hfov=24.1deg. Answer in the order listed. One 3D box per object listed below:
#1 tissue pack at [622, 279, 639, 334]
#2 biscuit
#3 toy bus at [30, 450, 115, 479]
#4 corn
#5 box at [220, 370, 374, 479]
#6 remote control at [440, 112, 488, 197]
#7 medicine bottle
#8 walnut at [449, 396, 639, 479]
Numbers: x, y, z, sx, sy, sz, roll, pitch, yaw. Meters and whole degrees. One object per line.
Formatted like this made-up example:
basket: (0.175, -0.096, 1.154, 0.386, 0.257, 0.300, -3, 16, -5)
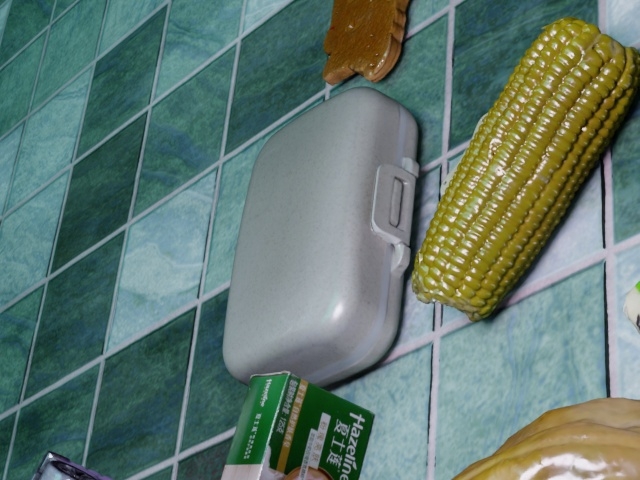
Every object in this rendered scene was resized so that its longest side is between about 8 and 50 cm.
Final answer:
tissue pack: (0.446, 0.070, 1.057, 0.332, 0.205, 0.405, -49, 33, 12)
biscuit: (0.064, -0.306, 2.092, 0.183, 0.043, 0.280, -42, 31, 22)
toy bus: (-0.221, 0.428, 1.712, 0.209, 0.249, 0.440, -63, 25, -2)
corn: (0.215, -0.072, 1.595, 0.344, 0.131, 0.131, -61, 30, 4)
box: (-0.032, 0.261, 1.678, 0.081, 0.135, 0.199, -10, 58, 53)
remote control: (0.188, -0.090, 1.737, 0.122, 0.032, 0.074, -59, 31, 5)
medicine bottle: (0.000, 0.000, 1.855, 0.282, 0.123, 0.375, -26, 45, 42)
walnut: (0.213, 0.273, 1.153, 0.344, 0.306, 0.306, -40, 37, 32)
